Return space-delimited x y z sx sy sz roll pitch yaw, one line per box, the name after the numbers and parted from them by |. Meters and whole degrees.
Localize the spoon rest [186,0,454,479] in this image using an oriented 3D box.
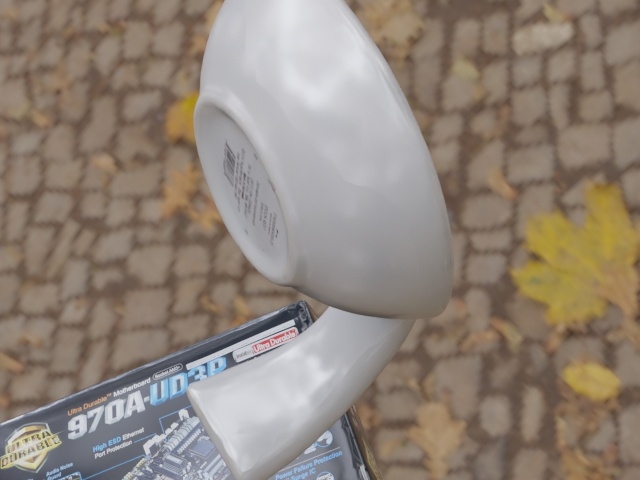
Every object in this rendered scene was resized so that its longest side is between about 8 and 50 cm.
0.000 0.000 0.724 0.084 0.276 0.137 -24 65 -21 | spoon rest

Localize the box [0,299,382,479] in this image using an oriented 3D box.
-0.076 0.156 1.114 0.220 0.051 0.175 -23 64 4 | box
